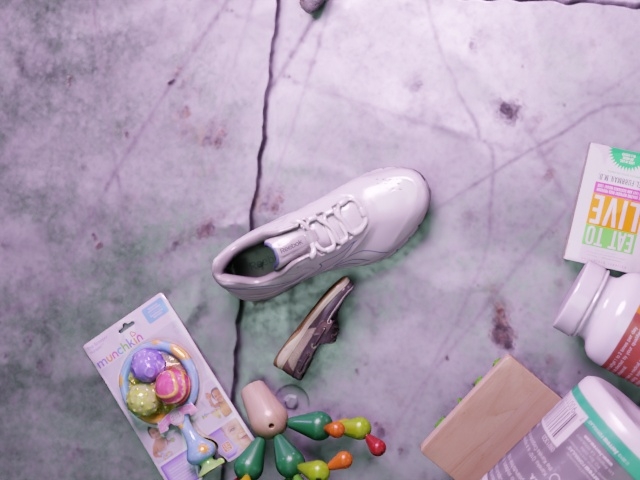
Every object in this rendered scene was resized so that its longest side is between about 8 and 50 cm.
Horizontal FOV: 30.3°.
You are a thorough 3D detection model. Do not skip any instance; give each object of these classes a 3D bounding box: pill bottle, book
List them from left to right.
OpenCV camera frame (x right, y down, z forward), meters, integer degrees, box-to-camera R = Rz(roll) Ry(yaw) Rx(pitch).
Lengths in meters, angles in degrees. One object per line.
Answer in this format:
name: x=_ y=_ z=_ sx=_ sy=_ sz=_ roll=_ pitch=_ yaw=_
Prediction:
pill bottle: x=0.255 y=0.345 z=1.344 sx=0.204 sy=0.204 sz=0.361 roll=44 pitch=101 yaw=6
book: x=0.357 y=-0.038 z=1.433 sx=0.096 sy=0.035 sz=0.144 roll=12 pitch=95 yaw=7
pill bottle: x=0.390 y=0.113 z=1.388 sx=0.216 sy=0.121 sz=0.121 roll=28 pitch=99 yaw=8

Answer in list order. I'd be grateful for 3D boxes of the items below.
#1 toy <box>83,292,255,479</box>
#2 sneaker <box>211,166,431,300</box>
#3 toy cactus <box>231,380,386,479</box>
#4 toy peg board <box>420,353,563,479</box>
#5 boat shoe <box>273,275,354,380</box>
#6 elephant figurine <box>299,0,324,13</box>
toy: x=-0.205 y=0.205 z=1.548 sx=0.137 sy=0.056 sz=0.237 roll=-34 pitch=87 yaw=10
sneaker: x=0.000 y=0.000 z=1.456 sx=0.297 sy=0.129 sz=0.111 roll=-28 pitch=86 yaw=11
toy cactus: x=-0.041 y=0.261 z=1.503 sx=0.219 sy=0.112 sz=0.180 roll=-34 pitch=64 yaw=7
toy peg board: x=0.232 y=0.236 z=1.462 sx=0.161 sy=0.079 sz=0.161 roll=40 pitch=101 yaw=-9
boat shoe: x=0.000 y=0.112 z=1.505 sx=0.049 sy=0.056 sz=0.152 roll=38 pitch=109 yaw=2
elephant figurine: x=0.058 y=-0.414 z=1.423 sx=0.169 sy=0.186 sz=0.239 roll=-20 pitch=103 yaw=-30
